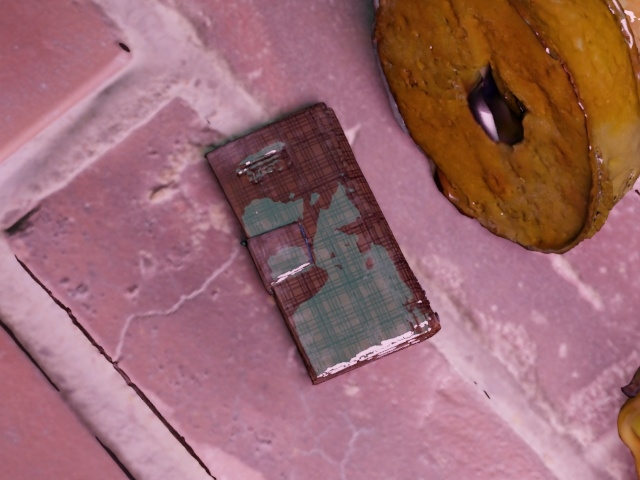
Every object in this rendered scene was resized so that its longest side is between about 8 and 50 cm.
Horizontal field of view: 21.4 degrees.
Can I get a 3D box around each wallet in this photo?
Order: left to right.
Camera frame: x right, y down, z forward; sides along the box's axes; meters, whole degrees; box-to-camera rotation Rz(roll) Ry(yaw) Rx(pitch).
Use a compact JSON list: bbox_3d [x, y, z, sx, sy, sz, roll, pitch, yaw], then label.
[{"bbox_3d":[0.000,0.000,1.440,0.124,0.042,0.230,-23,74,-9],"label":"wallet"}]

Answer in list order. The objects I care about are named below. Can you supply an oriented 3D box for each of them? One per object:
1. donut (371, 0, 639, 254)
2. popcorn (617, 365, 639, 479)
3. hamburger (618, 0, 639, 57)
[{"bbox_3d":[0.162,-0.125,1.371,0.107,0.272,0.272,-32,74,-26],"label":"donut"},{"bbox_3d":[0.355,0.206,1.274,0.297,0.281,0.315,29,106,46],"label":"popcorn"},{"bbox_3d":[0.264,-0.272,1.466,0.283,0.144,0.259,-39,75,-7],"label":"hamburger"}]
